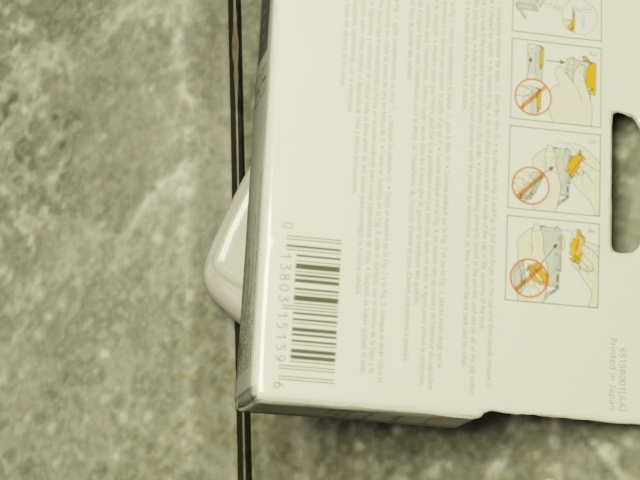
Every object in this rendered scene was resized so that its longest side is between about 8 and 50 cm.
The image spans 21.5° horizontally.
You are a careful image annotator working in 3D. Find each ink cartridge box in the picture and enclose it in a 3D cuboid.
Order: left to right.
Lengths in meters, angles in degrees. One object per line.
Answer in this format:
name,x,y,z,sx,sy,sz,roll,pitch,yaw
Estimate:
ink cartridge box,0.082,-0.035,0.929,0.239,0.060,0.275,6,76,-12

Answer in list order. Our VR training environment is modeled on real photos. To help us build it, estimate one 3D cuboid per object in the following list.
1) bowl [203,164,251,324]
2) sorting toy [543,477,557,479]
bowl,0.000,0.000,0.993,0.142,0.053,0.142,28,91,30
sorting toy,0.125,0.177,0.904,0.062,0.012,0.083,-41,62,11
